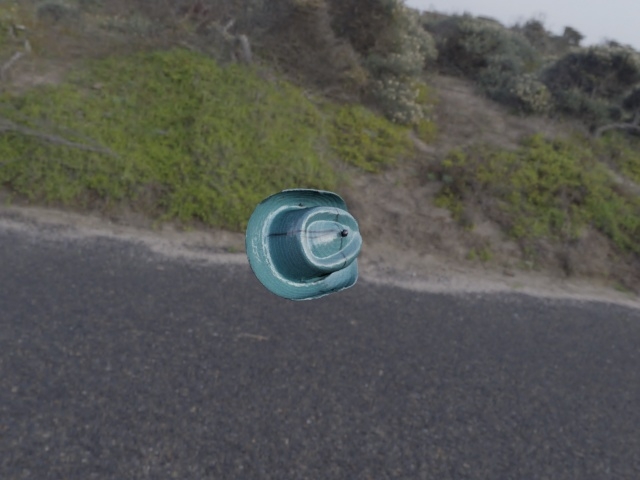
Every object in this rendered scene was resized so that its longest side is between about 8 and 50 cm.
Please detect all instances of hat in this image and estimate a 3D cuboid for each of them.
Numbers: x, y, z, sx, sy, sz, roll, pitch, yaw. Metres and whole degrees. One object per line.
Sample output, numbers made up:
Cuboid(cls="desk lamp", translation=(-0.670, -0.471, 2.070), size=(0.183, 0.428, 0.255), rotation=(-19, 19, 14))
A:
Cuboid(cls="hat", translation=(0.000, 0.000, 0.953), size=(0.191, 0.138, 0.078), rotation=(-8, -6, -44))
